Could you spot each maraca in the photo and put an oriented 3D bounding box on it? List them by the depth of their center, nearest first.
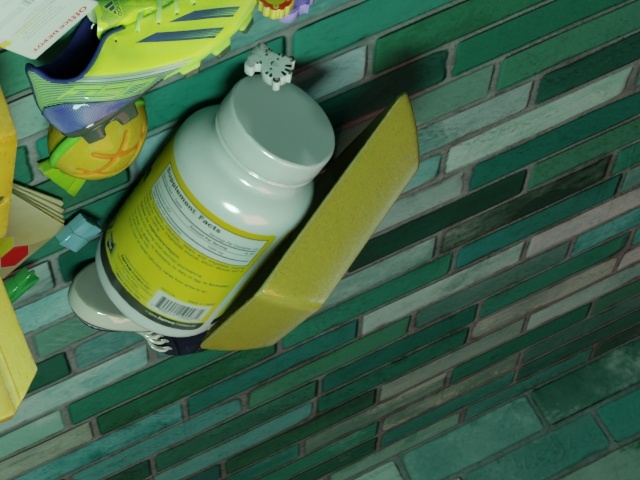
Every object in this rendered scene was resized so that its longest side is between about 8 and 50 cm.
[{"bbox_3d":[-0.250,-0.117,2.000,0.127,0.099,0.186,-32,177,-9],"label":"maraca"}]

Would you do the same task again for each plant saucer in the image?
[{"bbox_3d":[0.000,0.000,2.269,0.333,0.081,0.333,-54,-175,-22],"label":"plant saucer"}]

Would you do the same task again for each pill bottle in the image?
[{"bbox_3d":[-0.126,-0.044,2.180,0.188,0.188,0.334,-7,149,-43],"label":"pill bottle"}]

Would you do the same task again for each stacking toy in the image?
[{"bbox_3d":[-0.008,-0.281,1.884,0.221,0.052,0.167,-57,170,-24],"label":"stacking toy"}]

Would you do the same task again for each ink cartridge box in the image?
[{"bbox_3d":[-0.289,-0.243,1.687,0.092,0.090,0.143,-37,158,17],"label":"ink cartridge box"}]

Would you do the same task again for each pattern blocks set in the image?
[{"bbox_3d":[-0.395,-0.009,2.115,0.285,0.026,0.325,-36,157,-3],"label":"pattern blocks set"}]

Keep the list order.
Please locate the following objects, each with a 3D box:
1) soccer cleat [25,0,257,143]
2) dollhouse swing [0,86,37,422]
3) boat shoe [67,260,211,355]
[{"bbox_3d":[-0.179,-0.222,1.869,0.289,0.093,0.121,-38,116,-9],"label":"soccer cleat"},{"bbox_3d":[-0.454,0.026,1.781,0.346,0.305,0.315,-18,155,-24],"label":"dollhouse swing"},{"bbox_3d":[-0.223,0.103,2.450,0.340,0.127,0.158,-7,141,-44],"label":"boat shoe"}]
